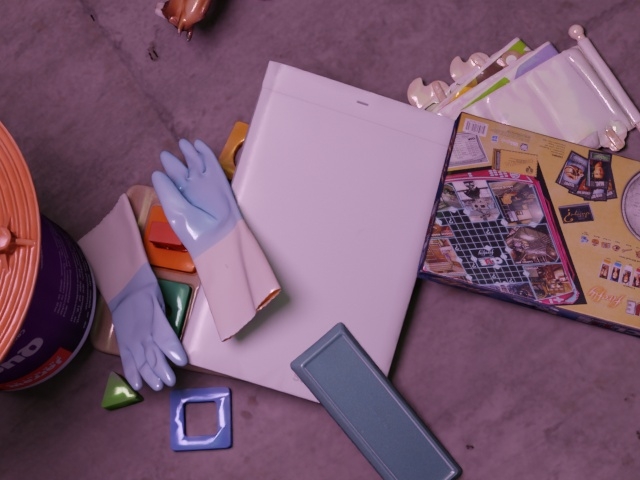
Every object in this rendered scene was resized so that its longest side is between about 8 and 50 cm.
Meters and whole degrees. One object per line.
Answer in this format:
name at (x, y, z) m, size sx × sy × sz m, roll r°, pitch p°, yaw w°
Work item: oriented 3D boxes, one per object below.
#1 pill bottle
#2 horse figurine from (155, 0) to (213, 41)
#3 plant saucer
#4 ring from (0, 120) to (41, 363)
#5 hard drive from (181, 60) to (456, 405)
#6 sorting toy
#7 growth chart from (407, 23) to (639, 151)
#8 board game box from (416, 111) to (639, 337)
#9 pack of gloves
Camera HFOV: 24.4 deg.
pill bottle at (-0.321, 0.043, 1.386) m, size 0.181 × 0.323 × 0.182 m, roll -2°, pitch 77°, yaw 9°
horse figurine at (-0.109, -0.348, 1.551) m, size 0.263 × 0.066 × 0.174 m, roll -45°, pitch 53°, yaw -10°
plant saucer at (0.056, 0.172, 1.423) m, size 0.067 × 0.018 × 0.192 m, roll -40°, pitch 94°, yaw -9°
ring at (-0.395, 0.009, 1.221) m, size 0.336 × 0.032 × 0.337 m, roll -2°, pitch 76°, yaw 8°
hard drive at (0.000, 0.000, 1.457) m, size 0.203 × 0.040 × 0.308 m, roll 17°, pitch 84°, yaw -6°
sorting toy at (-0.126, 0.038, 1.501) m, size 0.196 × 0.047 × 0.348 m, roll 10°, pitch 79°, yaw 11°
growth chart at (0.197, -0.124, 1.503) m, size 0.237 × 0.021 × 0.172 m, roll -26°, pitch 74°, yaw 2°
board game box at (0.230, -0.013, 1.435) m, size 0.243 × 0.042 × 0.165 m, roll 16°, pitch 80°, yaw -2°
pack of gloves at (-0.157, 0.019, 1.437) m, size 0.195 × 0.046 × 0.232 m, roll -43°, pitch 51°, yaw 19°
